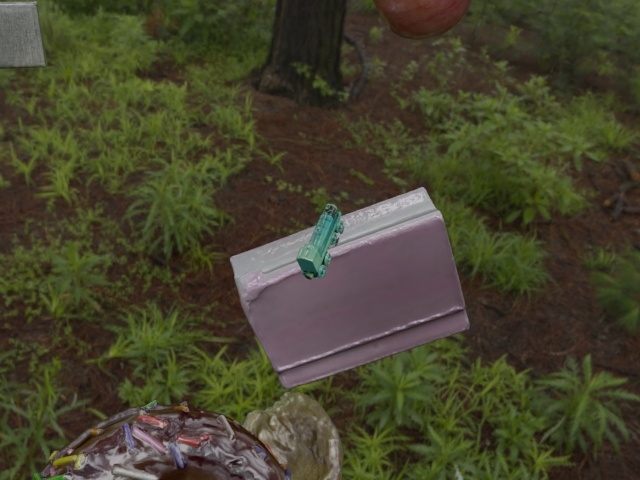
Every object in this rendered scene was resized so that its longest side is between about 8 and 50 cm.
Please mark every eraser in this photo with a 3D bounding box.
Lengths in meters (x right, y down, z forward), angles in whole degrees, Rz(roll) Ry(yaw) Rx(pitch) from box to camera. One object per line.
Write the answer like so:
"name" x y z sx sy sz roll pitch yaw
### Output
"eraser" 0.057 0.093 1.183 0.359 0.272 0.122 -19 36 2

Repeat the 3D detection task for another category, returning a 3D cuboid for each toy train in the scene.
"toy train" 0.000 0.000 0.746 0.029 0.045 0.092 10 57 22

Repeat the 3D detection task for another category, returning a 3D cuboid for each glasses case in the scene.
"glasses case" -0.404 -0.217 0.714 0.205 0.070 0.047 -8 23 -19

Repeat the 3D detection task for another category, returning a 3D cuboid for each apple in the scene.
"apple" 0.114 -0.317 0.811 0.120 0.153 0.153 -24 42 11

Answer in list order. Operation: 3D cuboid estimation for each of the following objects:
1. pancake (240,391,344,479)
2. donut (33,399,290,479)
"pancake" -0.042 0.353 1.089 0.236 0.042 0.222 14 58 -47
"donut" -0.115 0.228 0.513 0.230 0.096 0.216 -13 75 -24
